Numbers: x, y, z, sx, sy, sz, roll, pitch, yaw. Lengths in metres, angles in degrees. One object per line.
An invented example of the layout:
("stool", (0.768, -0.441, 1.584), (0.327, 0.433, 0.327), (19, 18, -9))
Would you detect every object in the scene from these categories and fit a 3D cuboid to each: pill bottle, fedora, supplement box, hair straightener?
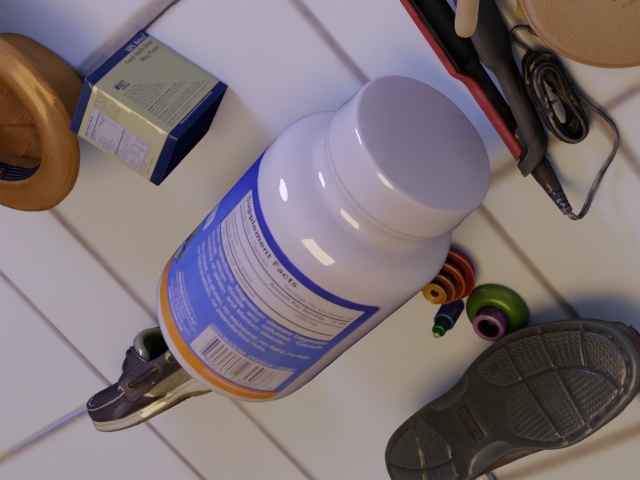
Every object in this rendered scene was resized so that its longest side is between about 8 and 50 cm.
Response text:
("pill bottle", (0.000, 0.000, 0.935), (0.152, 0.152, 0.272), (41, 134, -5))
("fedora", (-0.258, -0.116, 1.045), (0.194, 0.079, 0.194), (22, 136, 23))
("supplement box", (-0.132, -0.103, 0.977), (0.083, 0.083, 0.056), (33, 134, 2))
("hair straightener", (0.133, -0.110, 0.840), (0.089, 0.047, 0.230), (-16, 116, 39))

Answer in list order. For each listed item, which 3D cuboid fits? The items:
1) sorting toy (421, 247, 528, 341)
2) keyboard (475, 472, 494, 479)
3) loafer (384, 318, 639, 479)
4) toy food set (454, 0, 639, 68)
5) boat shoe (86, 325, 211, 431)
("sorting toy", (0.111, 0.052, 0.988), (0.102, 0.042, 0.061), (41, 135, -5))
("keyboard", (0.182, 0.309, 1.174), (0.072, 0.014, 0.256), (-16, 116, 38))
("loafer", (0.160, 0.129, 1.010), (0.267, 0.084, 0.096), (-38, 73, 40))
("toy food set", (0.182, -0.167, 0.769), (0.192, 0.038, 0.132), (12, 127, 5))
("boat shoe", (-0.142, 0.111, 1.166), (0.224, 0.080, 0.073), (-26, 104, 36))
